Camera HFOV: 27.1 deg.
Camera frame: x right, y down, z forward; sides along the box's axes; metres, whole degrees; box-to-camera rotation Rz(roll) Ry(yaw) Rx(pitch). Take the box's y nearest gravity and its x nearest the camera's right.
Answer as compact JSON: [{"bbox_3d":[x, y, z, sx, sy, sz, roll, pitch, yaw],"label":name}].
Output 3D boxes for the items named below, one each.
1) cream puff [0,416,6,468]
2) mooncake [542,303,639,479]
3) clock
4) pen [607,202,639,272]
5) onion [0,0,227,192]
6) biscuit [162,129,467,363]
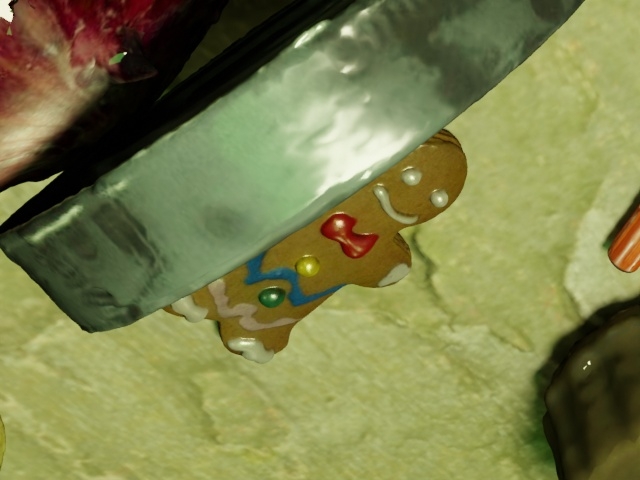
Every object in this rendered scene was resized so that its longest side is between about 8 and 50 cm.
[{"bbox_3d":[-0.288,0.121,0.736,0.221,0.194,0.194,2,135,-25],"label":"cream puff"},{"bbox_3d":[0.273,0.130,0.955,0.228,0.124,0.228,-5,139,-5],"label":"mooncake"},{"bbox_3d":[-0.008,-0.065,0.555,0.281,0.280,0.055,-32,102,17],"label":"clock"},{"bbox_3d":[0.244,-0.069,0.801,0.028,0.028,0.239,9,132,-25],"label":"pen"},{"bbox_3d":[-0.149,-0.122,0.507,0.252,0.219,0.252,-35,178,-2],"label":"onion"},{"bbox_3d":[0.000,0.000,0.799,0.205,0.031,0.138,-34,135,17],"label":"biscuit"}]
